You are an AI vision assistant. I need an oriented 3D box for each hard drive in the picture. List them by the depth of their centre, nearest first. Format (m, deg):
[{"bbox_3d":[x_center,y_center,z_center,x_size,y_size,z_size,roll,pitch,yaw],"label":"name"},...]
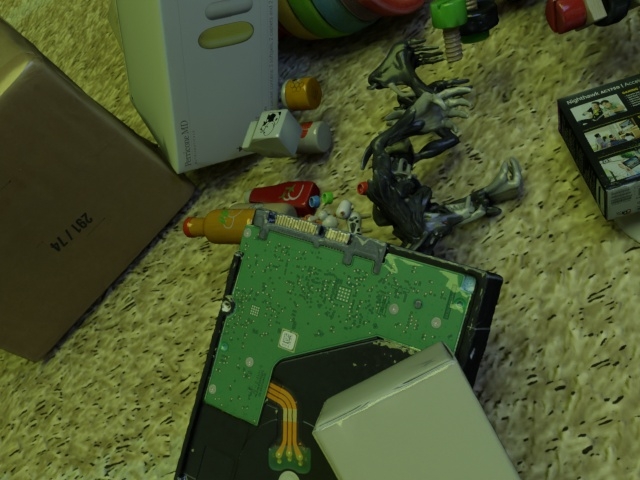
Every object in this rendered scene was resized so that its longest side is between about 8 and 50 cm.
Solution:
[{"bbox_3d":[0.000,0.159,0.638,0.237,0.064,0.338,15,92,27],"label":"hard drive"}]

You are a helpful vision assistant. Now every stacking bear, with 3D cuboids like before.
[{"bbox_3d":[-0.016,-0.340,0.968,0.289,0.164,0.175,-7,84,39],"label":"stacking bear"}]

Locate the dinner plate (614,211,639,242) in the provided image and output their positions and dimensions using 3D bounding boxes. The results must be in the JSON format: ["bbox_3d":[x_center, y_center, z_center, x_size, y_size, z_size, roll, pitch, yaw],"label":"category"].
[{"bbox_3d":[0.341,-0.054,0.680,0.141,0.017,0.141,-13,58,22],"label":"dinner plate"}]

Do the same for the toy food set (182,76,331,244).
[{"bbox_3d":[-0.068,-0.085,0.872,0.105,0.111,0.232,1,62,31],"label":"toy food set"}]

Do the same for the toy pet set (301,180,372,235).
[{"bbox_3d":[0.000,0.000,0.788,0.122,0.065,0.114,-13,83,61],"label":"toy pet set"}]

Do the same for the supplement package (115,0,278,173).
[{"bbox_3d":[-0.159,-0.256,0.909,0.145,0.261,0.204,-19,47,-21],"label":"supplement package"}]

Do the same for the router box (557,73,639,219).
[{"bbox_3d":[0.327,-0.103,0.670,0.179,0.046,0.133,-16,48,9],"label":"router box"}]

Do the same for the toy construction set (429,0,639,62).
[{"bbox_3d":[0.261,-0.351,0.724,0.309,0.237,0.257,-6,29,17],"label":"toy construction set"}]

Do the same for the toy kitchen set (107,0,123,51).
[{"bbox_3d":[-0.238,-0.418,1.202,0.122,0.166,0.207,60,136,39],"label":"toy kitchen set"}]

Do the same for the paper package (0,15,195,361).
[{"bbox_3d":[-0.381,-0.056,0.908,0.325,0.309,0.168,-48,49,-1],"label":"paper package"}]

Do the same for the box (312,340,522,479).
[{"bbox_3d":[0.107,0.219,0.509,0.113,0.094,0.275,-27,88,5],"label":"box"}]

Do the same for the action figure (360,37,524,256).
[{"bbox_3d":[0.117,-0.086,0.740,0.141,0.164,0.275,-18,50,27],"label":"action figure"}]
